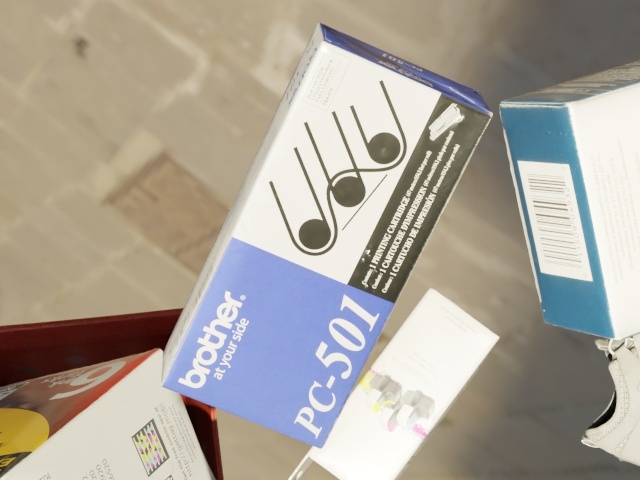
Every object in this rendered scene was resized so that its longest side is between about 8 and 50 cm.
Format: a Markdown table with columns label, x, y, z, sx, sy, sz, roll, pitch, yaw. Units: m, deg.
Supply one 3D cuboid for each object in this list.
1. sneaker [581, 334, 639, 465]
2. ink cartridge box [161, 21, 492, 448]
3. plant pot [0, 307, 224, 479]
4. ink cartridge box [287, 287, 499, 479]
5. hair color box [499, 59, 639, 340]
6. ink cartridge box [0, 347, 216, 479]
| label | x | y | z | sx | sy | sz | roll | pitch | yaw |
| --- | --- | --- | --- | --- | --- | --- | --- | --- | --- |
| sneaker | 0.343 | 0.101 | 1.916 | 0.115 | 0.281 | 0.105 | 13 | -176 | 6 |
| ink cartridge box | 0.000 | 0.000 | 0.984 | 0.097 | 0.207 | 0.046 | 22 | -163 | -11 |
| plant pot | -0.237 | 0.245 | 1.896 | 0.267 | 0.267 | 0.236 | -5 | 157 | -6 |
| ink cartridge box | 0.049 | 0.124 | 1.308 | 0.061 | 0.181 | 0.104 | 37 | 179 | 7 |
| hair color box | 0.316 | -0.062 | 1.369 | 0.105 | 0.347 | 0.174 | 12 | 117 | 66 |
| ink cartridge box | -0.269 | 0.206 | 1.246 | 0.309 | 0.272 | 0.130 | -15 | 104 | 30 |
